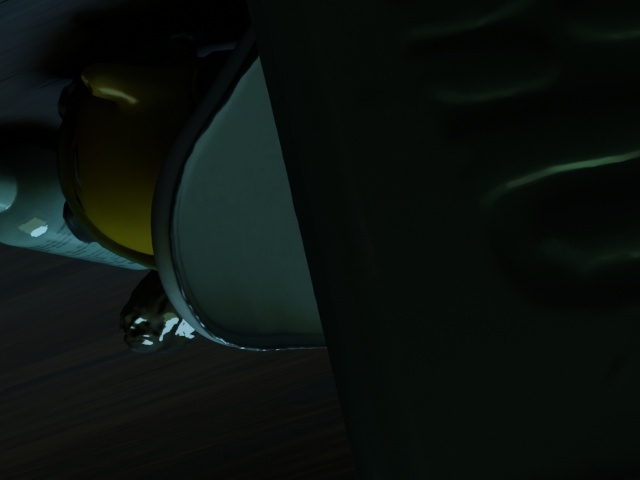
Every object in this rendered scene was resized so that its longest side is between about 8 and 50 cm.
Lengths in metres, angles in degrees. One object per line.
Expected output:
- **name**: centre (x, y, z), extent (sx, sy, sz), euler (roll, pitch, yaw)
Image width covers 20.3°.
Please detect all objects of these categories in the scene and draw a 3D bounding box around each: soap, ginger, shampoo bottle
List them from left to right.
- **shampoo bottle**: centre (-0.140, -0.021, 0.927), extent (0.056, 0.056, 0.195), euler (-19, 165, 21)
- **ginger**: centre (0.002, -0.001, 1.141), extent (0.290, 0.084, 0.122), euler (-19, -172, 6)
- **soap**: centre (0.065, -0.052, 0.537), extent (0.159, 0.265, 0.087), euler (-12, 166, -4)

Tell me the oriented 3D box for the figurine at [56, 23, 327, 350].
- **figurine**: centre (-0.024, -0.041, 0.842), extent (0.141, 0.167, 0.250), euler (6, -163, 43)
